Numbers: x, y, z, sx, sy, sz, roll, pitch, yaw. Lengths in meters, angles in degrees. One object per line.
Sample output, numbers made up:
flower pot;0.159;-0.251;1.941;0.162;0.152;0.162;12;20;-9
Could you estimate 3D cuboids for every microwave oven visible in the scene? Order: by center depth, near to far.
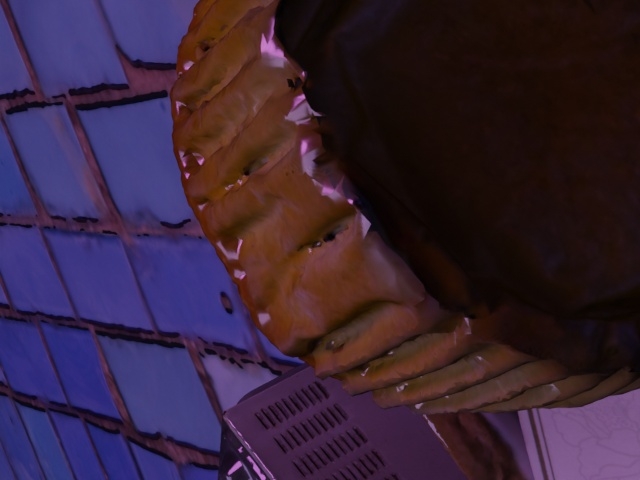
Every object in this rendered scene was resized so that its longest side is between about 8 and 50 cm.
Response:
microwave oven;0.020;0.202;1.155;0.194;0.145;0.240;45;149;28

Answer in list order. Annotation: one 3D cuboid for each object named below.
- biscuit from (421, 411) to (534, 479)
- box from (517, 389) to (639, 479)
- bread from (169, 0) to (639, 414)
biscuit;0.074;0.072;0.966;0.181;0.049;0.208;53;-174;-38
box;0.176;0.075;0.804;0.198;0.029;0.109;0;115;39
bread;0.077;-0.052;0.690;0.227;0.253;0.142;55;156;0
